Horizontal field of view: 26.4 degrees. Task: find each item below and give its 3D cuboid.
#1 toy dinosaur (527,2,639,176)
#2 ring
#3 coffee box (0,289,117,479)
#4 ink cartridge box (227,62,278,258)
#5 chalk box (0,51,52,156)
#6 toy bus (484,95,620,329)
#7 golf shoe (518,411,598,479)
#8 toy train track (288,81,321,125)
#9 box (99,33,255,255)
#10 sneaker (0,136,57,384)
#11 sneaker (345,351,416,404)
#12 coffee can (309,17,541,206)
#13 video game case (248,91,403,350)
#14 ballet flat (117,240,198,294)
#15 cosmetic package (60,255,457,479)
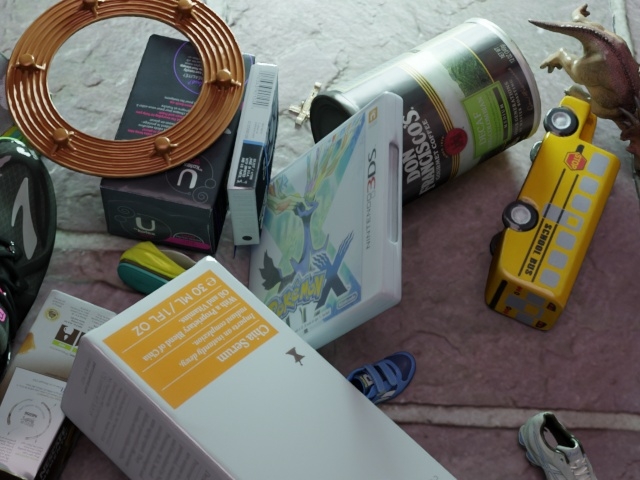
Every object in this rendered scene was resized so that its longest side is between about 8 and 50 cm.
[{"bbox_3d":[0.441,-0.241,2.035,0.127,0.295,0.200,-41,29,2],"label":"toy dinosaur"},{"bbox_3d":[-0.275,-0.235,1.912,0.337,0.032,0.336,1,61,-2],"label":"ring"},{"bbox_3d":[-0.355,0.209,1.765,0.098,0.141,0.246,20,62,5],"label":"coffee box"},{"bbox_3d":[-0.092,-0.106,1.918,0.045,0.208,0.206,8,62,2],"label":"ink cartridge box"},{"bbox_3d":[-0.499,-0.148,1.949,0.132,0.132,0.213,40,67,14],"label":"chalk box"},{"bbox_3d":[0.339,-0.046,1.981,0.130,0.108,0.332,24,62,7],"label":"toy bus"},{"bbox_3d":[0.331,0.305,1.808,0.069,0.086,0.176,-31,70,-21],"label":"golf shoe"},{"bbox_3d":[-0.018,-0.212,2.091,0.048,0.014,0.083,22,62,6],"label":"toy train track"},{"bbox_3d":[-0.199,-0.138,1.961,0.165,0.143,0.270,12,61,3],"label":"box"},{"bbox_3d":[-0.443,0.085,1.767,0.185,0.202,0.482,26,64,-27],"label":"sneaker"},{"bbox_3d":[0.073,0.194,1.857,0.144,0.059,0.053,-32,67,-21],"label":"sneaker"},{"bbox_3d":[0.151,-0.179,1.982,0.275,0.201,0.201,-29,68,-19],"label":"coffee can"},{"bbox_3d":[0.000,0.000,1.818,0.036,0.329,0.300,19,58,-28],"label":"video game case"},{"bbox_3d":[-0.175,0.068,1.894,0.231,0.077,0.077,30,48,17],"label":"ballet flat"},{"bbox_3d":[-0.070,0.254,1.640,0.453,0.161,0.230,41,47,15],"label":"cosmetic package"}]
